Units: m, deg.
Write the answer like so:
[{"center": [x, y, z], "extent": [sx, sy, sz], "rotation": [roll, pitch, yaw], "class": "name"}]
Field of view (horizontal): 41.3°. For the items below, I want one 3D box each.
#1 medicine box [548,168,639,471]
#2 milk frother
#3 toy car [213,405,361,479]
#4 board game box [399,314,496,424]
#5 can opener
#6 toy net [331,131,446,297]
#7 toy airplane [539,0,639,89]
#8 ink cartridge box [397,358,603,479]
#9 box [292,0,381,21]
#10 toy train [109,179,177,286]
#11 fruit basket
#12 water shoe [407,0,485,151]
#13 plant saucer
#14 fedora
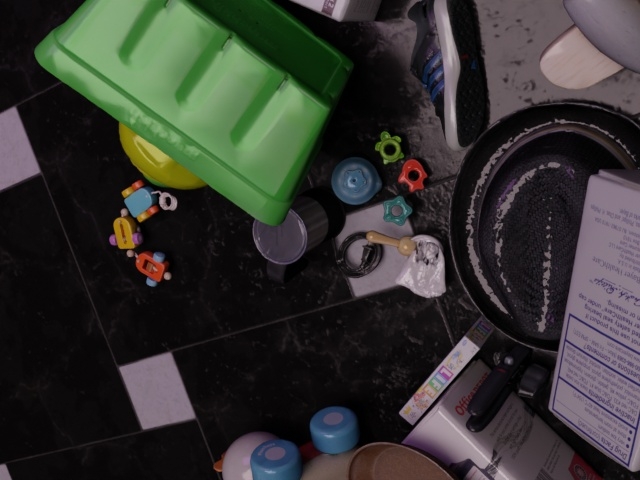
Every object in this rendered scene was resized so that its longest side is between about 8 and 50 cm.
[{"center": [0.418, 0.079, 0.932], "extent": [0.149, 0.264, 0.289], "rotation": [-142, 55, -61], "class": "medicine box"}, {"center": [0.000, 0.000, 1.194], "extent": [0.143, 0.135, 0.129], "rotation": [5, 106, 24], "class": "milk frother"}, {"center": [-0.060, 0.353, 1.311], "extent": [0.238, 0.210, 0.219], "rotation": [23, 129, 48], "class": "toy car"}, {"center": [0.177, 0.177, 1.172], "extent": [0.026, 0.103, 0.154], "rotation": [41, 116, 11], "class": "board game box"}, {"center": [0.236, 0.187, 1.104], "extent": [0.073, 0.186, 0.059], "rotation": [7, 109, 37], "class": "can opener"}, {"center": [0.116, -0.030, 1.189], "extent": [0.122, 0.045, 0.232], "rotation": [-34, 90, 5], "class": "toy net"}, {"center": [0.430, -0.317, 0.839], "extent": [0.384, 0.272, 0.386], "rotation": [14, 108, 21], "class": "toy airplane"}, {"center": [0.241, 0.296, 1.132], "extent": [0.237, 0.172, 0.100], "rotation": [44, 119, 10], "class": "ink cartridge box"}, {"center": [0.004, -0.399, 1.104], "extent": [0.182, 0.119, 0.181], "rotation": [27, 112, 17], "class": "box"}, {"center": [-0.273, -0.017, 1.371], "extent": [0.125, 0.046, 0.166], "rotation": [24, 115, 17], "class": "toy train"}, {"center": [-0.180, -0.172, 1.146], "extent": [0.392, 0.283, 0.392], "rotation": [7, 123, 11], "class": "fruit basket"}, {"center": [0.162, -0.217, 1.113], "extent": [0.080, 0.073, 0.203], "rotation": [1, 98, 45], "class": "water shoe"}, {"center": [0.124, 0.334, 1.091], "extent": [0.199, 0.036, 0.198], "rotation": [20, 126, 29], "class": "plant saucer"}, {"center": [0.287, 0.000, 1.050], "extent": [0.334, 0.152, 0.334], "rotation": [6, 105, 24], "class": "fedora"}]
